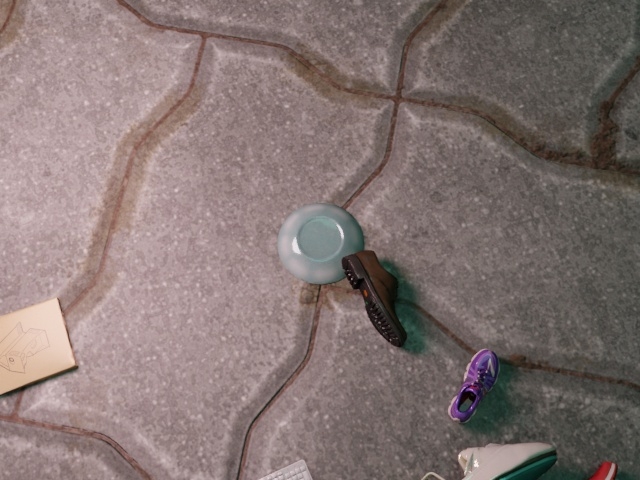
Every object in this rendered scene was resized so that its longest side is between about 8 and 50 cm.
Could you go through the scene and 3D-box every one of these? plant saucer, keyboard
[{"bbox_3d":[0.000,0.000,1.872,0.195,0.037,0.194,0,70,1],"label":"plant saucer"},{"bbox_3d":[-0.136,0.518,1.657,0.256,0.014,0.072,-23,72,-7],"label":"keyboard"}]

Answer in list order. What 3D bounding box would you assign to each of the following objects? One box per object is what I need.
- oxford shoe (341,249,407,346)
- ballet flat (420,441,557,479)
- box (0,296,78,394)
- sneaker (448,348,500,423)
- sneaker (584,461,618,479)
[{"bbox_3d":[0.138,0.119,1.809,0.096,0.083,0.227,-21,78,-21],"label":"oxford shoe"},{"bbox_3d":[0.280,0.491,1.663,0.400,0.139,0.139,-33,74,-10],"label":"ballet flat"},{"bbox_3d":[-0.638,0.230,1.801,0.201,0.021,0.164,-20,72,-7],"label":"box"},{"bbox_3d":[0.326,0.303,1.748,0.068,0.071,0.169,26,72,9],"label":"sneaker"},{"bbox_3d":[0.493,0.503,1.672,0.128,0.087,0.221,26,51,29],"label":"sneaker"}]
